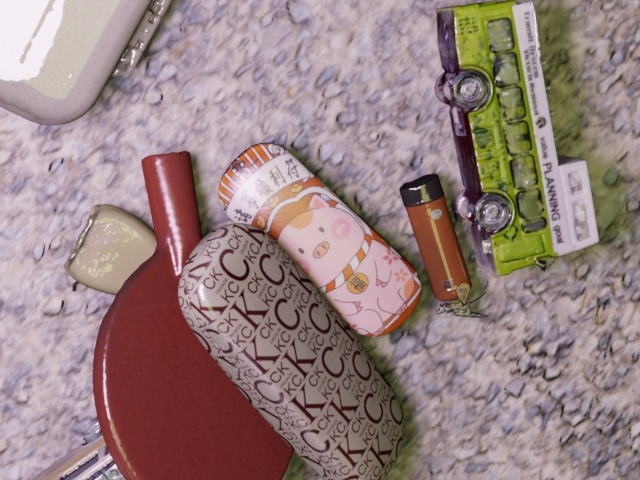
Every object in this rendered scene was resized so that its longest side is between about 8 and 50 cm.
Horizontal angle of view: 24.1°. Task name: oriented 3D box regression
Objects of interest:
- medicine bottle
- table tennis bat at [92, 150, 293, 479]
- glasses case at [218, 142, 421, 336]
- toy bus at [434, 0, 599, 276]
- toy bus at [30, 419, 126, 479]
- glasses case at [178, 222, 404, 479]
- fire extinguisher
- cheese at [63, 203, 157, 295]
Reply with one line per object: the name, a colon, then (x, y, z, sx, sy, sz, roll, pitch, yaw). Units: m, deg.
medicine bottle: (-0.281, -0.323, 1.577, 0.282, 0.123, 0.375, 29, 96, -8)
table tennis bat: (-0.138, 0.106, 1.641, 0.268, 0.051, 0.415, -4, 82, -42)
glasses case: (0.000, 0.000, 1.688, 0.266, 0.067, 0.103, 41, 93, -11)
toy bus: (0.212, -0.120, 1.672, 0.139, 0.113, 0.302, -13, 99, -7)
toy bus: (-0.292, 0.305, 1.674, 0.342, 0.138, 0.097, -35, 101, 1)
glasses case: (-0.025, 0.132, 1.654, 0.355, 0.085, 0.137, 53, 48, -25)
fire extinguisher: (0.142, 0.013, 1.714, 0.062, 0.050, 0.177, -19, 102, 0)
cheese: (-0.189, 0.036, 1.690, 0.192, 0.037, 0.097, 28, 96, -16)
